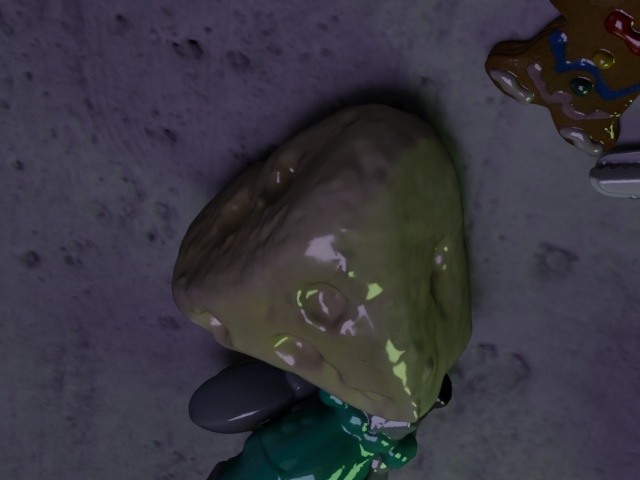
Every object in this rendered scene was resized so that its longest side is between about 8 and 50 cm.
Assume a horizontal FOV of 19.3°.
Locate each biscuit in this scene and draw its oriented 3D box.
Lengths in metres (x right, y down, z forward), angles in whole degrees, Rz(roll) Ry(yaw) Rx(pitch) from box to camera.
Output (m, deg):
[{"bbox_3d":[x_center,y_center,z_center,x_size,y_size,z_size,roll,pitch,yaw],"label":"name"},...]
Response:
[{"bbox_3d":[0.214,-0.145,1.360,0.138,0.031,0.205,37,135,-12],"label":"biscuit"}]

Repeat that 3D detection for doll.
[{"bbox_3d":[0.008,0.194,1.727,0.258,0.153,0.195,-11,109,13],"label":"doll"}]

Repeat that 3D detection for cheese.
[{"bbox_3d":[-0.001,0.001,1.507,0.251,0.174,0.248,20,139,14],"label":"cheese"}]

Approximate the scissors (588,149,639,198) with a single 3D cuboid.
[{"bbox_3d":[0.320,-0.051,1.399,0.242,0.030,0.118,2,131,21],"label":"scissors"}]
